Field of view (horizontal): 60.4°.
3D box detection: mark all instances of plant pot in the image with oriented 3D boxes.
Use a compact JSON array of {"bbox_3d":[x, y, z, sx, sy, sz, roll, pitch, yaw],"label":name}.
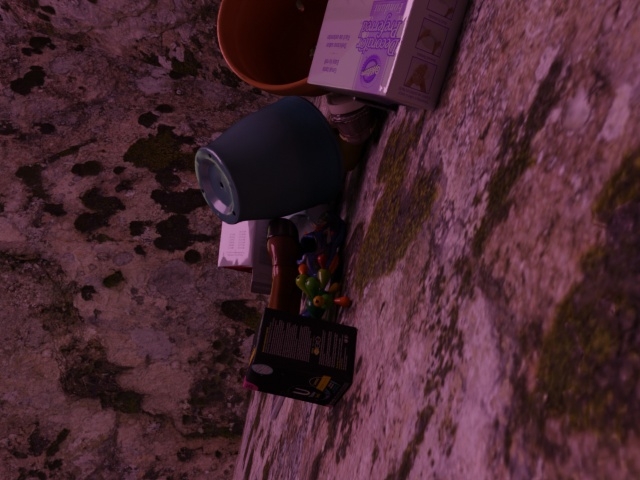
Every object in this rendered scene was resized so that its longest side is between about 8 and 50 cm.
[{"bbox_3d":[-0.041,-0.428,1.154,0.203,0.291,0.290,9,-85,-72],"label":"plant pot"},{"bbox_3d":[-0.131,-0.163,1.250,0.255,0.271,0.271,-28,-22,-31],"label":"plant pot"},{"bbox_3d":[0.046,-0.215,1.311,0.134,0.135,0.095,-98,5,-71],"label":"plant pot"}]

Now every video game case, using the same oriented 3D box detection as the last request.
[{"bbox_3d":[-0.119,0.440,1.661,0.143,0.019,0.157,-84,12,-48],"label":"video game case"}]

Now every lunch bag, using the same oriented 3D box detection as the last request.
[{"bbox_3d":[-0.036,-0.106,1.548,0.262,0.160,0.223,106,176,-64],"label":"lunch bag"}]

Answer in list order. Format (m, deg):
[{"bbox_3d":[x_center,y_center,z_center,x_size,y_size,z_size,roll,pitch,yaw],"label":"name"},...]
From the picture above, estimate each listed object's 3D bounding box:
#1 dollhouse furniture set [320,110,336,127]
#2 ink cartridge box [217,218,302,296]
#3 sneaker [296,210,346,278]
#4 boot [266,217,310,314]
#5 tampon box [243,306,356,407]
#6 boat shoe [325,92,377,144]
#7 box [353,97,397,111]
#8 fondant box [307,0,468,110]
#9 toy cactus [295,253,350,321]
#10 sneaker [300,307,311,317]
[{"bbox_3d":[0.040,-0.376,1.512,0.144,0.152,0.123,-97,23,-65],"label":"dollhouse furniture set"},{"bbox_3d":[-0.168,0.036,1.694,0.309,0.130,0.271,21,-109,-60],"label":"ink cartridge box"},{"bbox_3d":[0.000,0.000,1.250,0.083,0.087,0.221,-45,22,33],"label":"sneaker"},{"bbox_3d":[-0.049,0.125,1.269,0.264,0.096,0.280,62,-157,-58],"label":"boot"},{"bbox_3d":[-0.036,0.198,0.922,0.120,0.161,0.101,113,169,-52],"label":"tampon box"},{"bbox_3d":[0.077,-0.308,1.267,0.324,0.117,0.096,-84,-25,-65],"label":"boat shoe"},{"bbox_3d":[0.143,-0.413,1.044,0.169,0.087,0.289,-88,15,-60],"label":"box"},{"bbox_3d":[0.113,-0.379,0.827,0.238,0.096,0.329,33,112,55],"label":"fondant box"},{"bbox_3d":[0.002,0.144,1.092,0.219,0.112,0.180,-93,-1,-59],"label":"toy cactus"},{"bbox_3d":[-0.044,0.235,1.377,0.144,0.059,0.053,-61,-26,-5],"label":"sneaker"}]
